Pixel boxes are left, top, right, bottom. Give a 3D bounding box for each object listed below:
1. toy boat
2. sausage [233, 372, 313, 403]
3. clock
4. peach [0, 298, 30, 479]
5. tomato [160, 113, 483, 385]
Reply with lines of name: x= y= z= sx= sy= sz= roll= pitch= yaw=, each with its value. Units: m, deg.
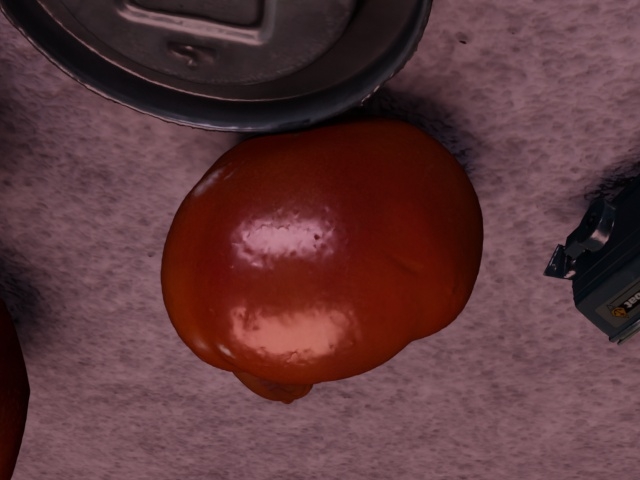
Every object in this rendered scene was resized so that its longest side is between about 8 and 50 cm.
toy boat: x=0.302 y=-0.029 z=0.832 sx=0.122 sy=0.114 sz=0.296 roll=29 pitch=141 yaw=-11
sausage: x=-0.065 y=0.094 z=1.129 sx=0.089 sy=0.089 sz=0.179 roll=-10 pitch=134 yaw=27
clock: x=-0.079 y=-0.202 z=0.758 sx=0.319 sy=0.066 sz=0.319 roll=7 pitch=142 yaw=6
peach: x=-0.476 y=0.181 z=1.132 sx=0.388 sy=0.388 sz=0.388 roll=8 pitch=143 yaw=6
tomato: x=-0.001 y=0.002 z=0.876 sx=0.260 sy=0.260 sz=0.180 roll=-8 pitch=110 yaw=24
